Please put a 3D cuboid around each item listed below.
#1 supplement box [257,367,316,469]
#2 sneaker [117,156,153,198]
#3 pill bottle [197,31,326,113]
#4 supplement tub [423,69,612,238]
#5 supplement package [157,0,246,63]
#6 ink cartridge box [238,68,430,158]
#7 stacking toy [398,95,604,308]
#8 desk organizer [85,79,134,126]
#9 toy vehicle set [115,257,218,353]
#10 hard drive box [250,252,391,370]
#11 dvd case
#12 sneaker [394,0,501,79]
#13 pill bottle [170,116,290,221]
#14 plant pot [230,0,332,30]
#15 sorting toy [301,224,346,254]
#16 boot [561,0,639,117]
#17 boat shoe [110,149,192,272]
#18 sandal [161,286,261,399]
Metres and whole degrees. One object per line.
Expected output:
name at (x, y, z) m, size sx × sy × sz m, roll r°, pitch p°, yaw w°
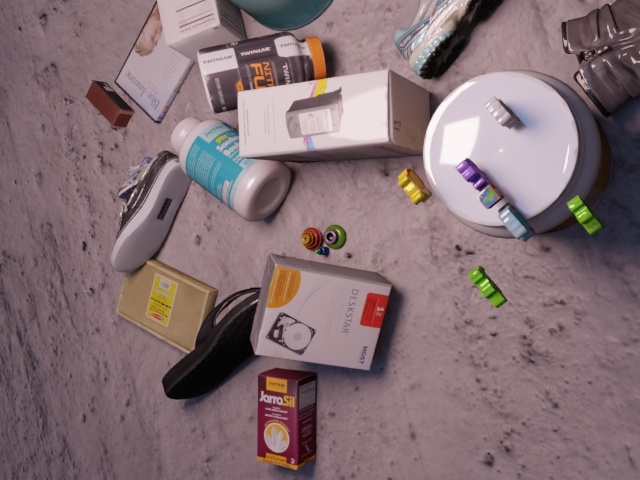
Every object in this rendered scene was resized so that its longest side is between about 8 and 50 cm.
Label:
supplement box at (-0.072, 0.375, 1.335) m, size 0.104 × 0.080 × 0.188 m, roll 2°, pitch 92°, yaw 29°
sneaker at (-0.453, -0.155, 1.548) m, size 0.135 × 0.052 × 0.058 m, roll -38°, pitch 64°, yaw 17°
pill bottle at (-0.114, -0.344, 1.262) m, size 0.245 × 0.130 × 0.131 m, roll -14°, pitch 84°, yaw -5°
supplement tub at (0.309, -0.125, 0.964) m, size 0.241 × 0.331 × 0.241 m, roll 1°, pitch 92°, yaw 29°
supplement package at (-0.269, -0.536, 1.362) m, size 0.133 × 0.139 × 0.244 m, roll -15°, pitch 82°, yaw 18°
ink cartridge box at (0.030, -0.220, 1.175) m, size 0.306 × 0.226 × 0.131 m, roll -2°, pitch 92°, yaw 28°
stacking toy at (0.223, -0.051, 0.800) m, size 0.167 × 0.052 × 0.221 m, roll -42°, pitch 75°, yaw 25°
desk organizer at (-0.533, -0.345, 1.581) m, size 0.130 × 0.047 × 0.050 m, roll 44°, pitch 113°, yaw 20°
toy vehicle set at (-0.377, 0.149, 1.519) m, size 0.266 × 0.035 × 0.166 m, roll 22°, pitch 102°, yaw 26°
hard drive box at (-0.002, 0.138, 1.211) m, size 0.232 × 0.089 × 0.181 m, roll 10°, pitch 100°, yaw -15°
dvd case at (-0.388, -0.437, 1.511) m, size 0.180 × 0.022 × 0.253 m, roll 43°, pitch 111°, yaw 20°
sneaker at (0.236, -0.437, 1.122) m, size 0.122 × 0.110 × 0.283 m, roll 49°, pitch 113°, yaw 22°
pill bottle at (-0.202, -0.165, 1.348) m, size 0.264 × 0.146 × 0.146 m, roll 36°, pitch 108°, yaw 22°
plant pot at (-0.123, -0.580, 1.228) m, size 0.271 × 0.255 × 0.272 m, roll 2°, pitch 93°, yaw 28°
sorting toy at (0.000, 0.000, 1.303) m, size 0.101 × 0.042 × 0.061 m, roll -6°, pitch 89°, yaw 29°
boot at (0.539, -0.253, 0.972) m, size 0.222 × 0.118 × 0.338 m, roll -33°, pitch 65°, yaw 29°
boat shoe at (-0.421, -0.072, 1.488) m, size 0.105 × 0.113 × 0.306 m, roll 34°, pitch 101°, yaw 32°
sandal at (-0.200, 0.196, 1.361) m, size 0.445 × 0.167 × 0.107 m, roll -40°, pitch 56°, yaw 24°
